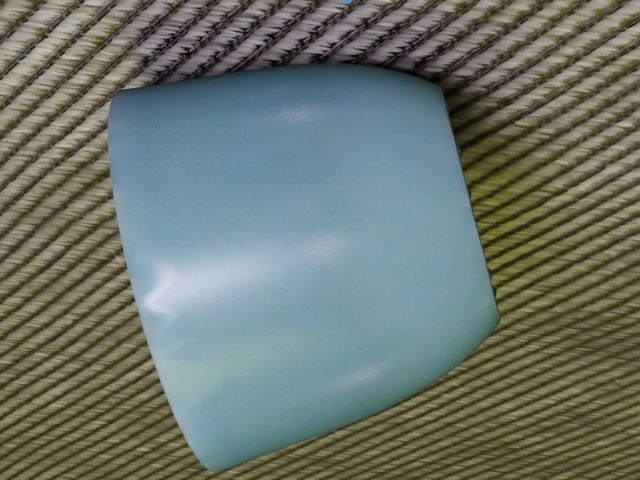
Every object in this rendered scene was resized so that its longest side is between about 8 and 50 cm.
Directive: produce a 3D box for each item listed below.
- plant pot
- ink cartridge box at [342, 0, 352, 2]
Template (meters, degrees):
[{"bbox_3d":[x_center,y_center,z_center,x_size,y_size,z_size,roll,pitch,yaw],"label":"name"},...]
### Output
[{"bbox_3d":[0.000,0.000,1.262,0.235,0.293,0.293,-15,149,6],"label":"plant pot"},{"bbox_3d":[-0.019,-0.210,1.096,0.122,0.052,0.088,16,151,-16],"label":"ink cartridge box"}]
